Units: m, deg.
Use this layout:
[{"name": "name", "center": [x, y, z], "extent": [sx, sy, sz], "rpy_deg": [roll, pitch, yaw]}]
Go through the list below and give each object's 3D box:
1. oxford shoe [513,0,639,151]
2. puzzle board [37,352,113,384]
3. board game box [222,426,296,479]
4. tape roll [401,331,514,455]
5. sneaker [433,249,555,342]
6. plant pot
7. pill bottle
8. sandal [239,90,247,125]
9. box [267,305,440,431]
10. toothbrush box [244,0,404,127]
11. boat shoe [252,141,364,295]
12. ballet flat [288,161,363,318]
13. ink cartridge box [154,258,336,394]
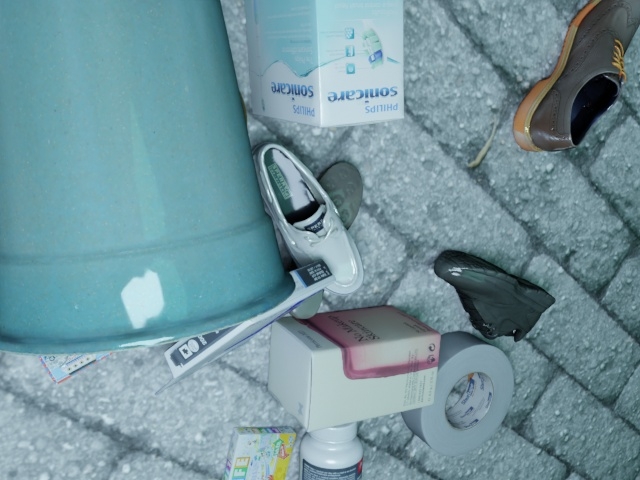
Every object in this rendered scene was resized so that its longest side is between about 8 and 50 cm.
[{"name": "oxford shoe", "center": [0.493, -0.302, 1.141], "extent": [0.130, 0.132, 0.364], "rpy_deg": [35, 86, -31]}, {"name": "puzzle board", "center": [-0.319, 0.127, 0.877], "extent": [0.128, 0.011, 0.097], "rpy_deg": [-29, 119, -19]}, {"name": "board game box", "center": [-0.106, 0.381, 1.060], "extent": [0.103, 0.026, 0.154], "rpy_deg": [8, 100, -30]}, {"name": "tape roll", "center": [0.255, 0.284, 1.208], "extent": [0.219, 0.072, 0.219], "rpy_deg": [-8, 107, -28]}, {"name": "sneaker", "center": [0.306, 0.110, 1.174], "extent": [0.286, 0.109, 0.130], "rpy_deg": [24, 97, -30]}, {"name": "plant pot", "center": [-0.216, -0.090, 0.711], "extent": [0.340, 0.341, 0.335], "rpy_deg": [-12, 101, -26]}, {"name": "pill bottle", "center": [0.017, 0.372, 1.079], "extent": [0.107, 0.108, 0.180], "rpy_deg": [-5, 107, -28]}, {"name": "sandal", "center": [-0.148, -0.198, 0.868], "extent": [0.072, 0.049, 0.180], "rpy_deg": [-20, 98, -29]}, {"name": "box", "center": [0.051, 0.192, 1.024], "extent": [0.232, 0.148, 0.127], "rpy_deg": [-3, 105, -29]}, {"name": "toothbrush box", "center": [-0.003, -0.302, 0.816], "extent": [0.126, 0.216, 0.296], "rpy_deg": [-10, 108, -26]}, {"name": "boat shoe", "center": [-0.019, -0.025, 0.923], "extent": [0.095, 0.084, 0.258], "rpy_deg": [-39, 101, -7]}, {"name": "ballet flat", "center": [0.000, 0.000, 1.003], "extent": [0.084, 0.058, 0.250], "rpy_deg": [17, 90, -10]}, {"name": "ink cartridge box", "center": [-0.106, 0.111, 0.873], "extent": [0.045, 0.208, 0.206], "rpy_deg": [56, 31, 7]}]
